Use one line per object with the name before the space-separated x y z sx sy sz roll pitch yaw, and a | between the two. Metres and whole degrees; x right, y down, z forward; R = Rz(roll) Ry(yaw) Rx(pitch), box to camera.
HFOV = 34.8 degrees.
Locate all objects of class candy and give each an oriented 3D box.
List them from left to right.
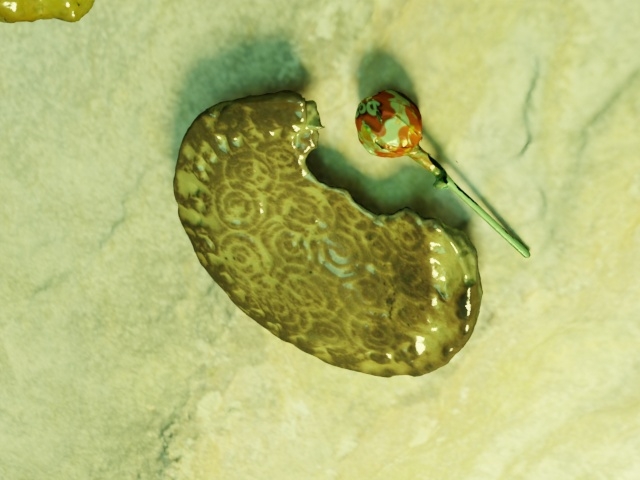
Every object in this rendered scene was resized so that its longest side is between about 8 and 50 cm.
candy | 0.098 -0.046 0.794 0.184 0.049 0.055 42 162 -12

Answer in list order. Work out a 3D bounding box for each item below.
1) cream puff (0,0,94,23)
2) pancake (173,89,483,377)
cream puff | -0.246 -0.259 0.717 0.244 0.244 0.196 12 93 22
pancake | 0.000 0.000 0.870 0.288 0.033 0.286 10 128 26
